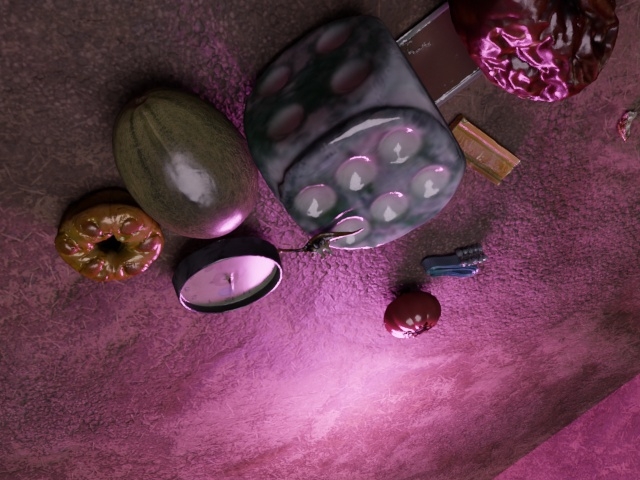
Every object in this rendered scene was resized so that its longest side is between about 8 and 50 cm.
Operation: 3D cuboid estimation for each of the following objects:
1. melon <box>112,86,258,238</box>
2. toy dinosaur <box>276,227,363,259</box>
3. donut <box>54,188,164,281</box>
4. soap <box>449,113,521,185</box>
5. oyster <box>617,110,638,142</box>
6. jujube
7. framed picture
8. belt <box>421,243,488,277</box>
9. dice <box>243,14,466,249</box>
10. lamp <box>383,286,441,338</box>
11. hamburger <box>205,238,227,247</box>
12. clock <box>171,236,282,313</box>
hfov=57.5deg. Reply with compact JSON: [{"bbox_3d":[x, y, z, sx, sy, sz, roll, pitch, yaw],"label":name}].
[{"bbox_3d":[-0.262,-0.148,1.159,0.249,0.248,0.329,-29,131,6],"label":"melon"},{"bbox_3d":[0.006,0.007,1.092,0.180,0.037,0.058,-23,146,19],"label":"toy dinosaur"},{"bbox_3d":[-0.465,-0.008,1.296,0.227,0.114,0.226,-11,133,-12],"label":"donut"},{"bbox_3d":[0.403,-0.227,1.482,0.252,0.037,0.092,24,117,-35],"label":"soap"},{"bbox_3d":[0.823,-0.307,1.573,0.051,0.034,0.093,-16,125,-29],"label":"oyster"},{"bbox_3d":[0.408,-0.443,1.123,0.276,0.276,0.377,-41,138,17],"label":"jujube"},{"bbox_3d":[0.248,-0.392,1.288,0.273,0.016,0.216,-35,134,12],"label":"framed picture"},{"bbox_3d":[0.392,0.067,1.726,0.179,0.065,0.100,-2,141,-20],"label":"belt"},{"bbox_3d":[0.069,-0.202,1.151,0.328,0.348,0.330,-32,132,17],"label":"dice"},{"bbox_3d":[0.274,0.218,1.773,0.182,0.140,0.182,-17,152,-9],"label":"lamp"},{"bbox_3d":[-0.250,0.032,1.461,0.083,0.044,0.076,-24,136,-3],"label":"hamburger"},{"bbox_3d":[-0.230,0.095,1.472,0.281,0.055,0.280,-17,149,-11],"label":"clock"}]
